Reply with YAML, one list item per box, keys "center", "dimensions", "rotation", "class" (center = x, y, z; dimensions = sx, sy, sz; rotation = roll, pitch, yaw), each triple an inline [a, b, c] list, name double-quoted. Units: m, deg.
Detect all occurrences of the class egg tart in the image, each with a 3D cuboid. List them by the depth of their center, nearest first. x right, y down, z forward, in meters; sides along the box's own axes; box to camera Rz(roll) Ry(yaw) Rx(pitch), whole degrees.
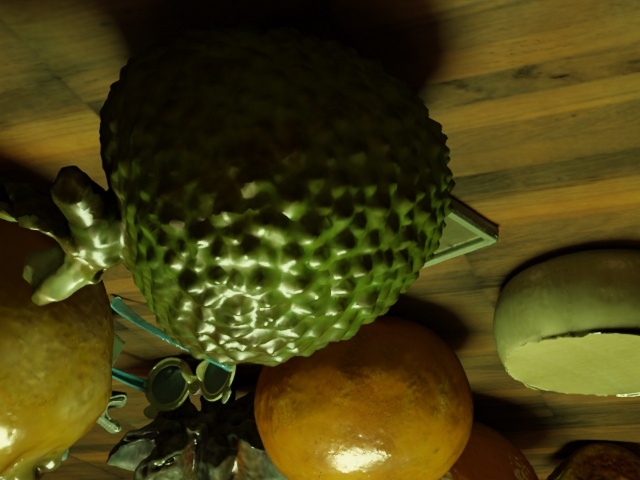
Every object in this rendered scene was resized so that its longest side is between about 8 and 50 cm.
- center: [0.493, 0.455, 1.601]
  dimensions: [0.203, 0.202, 0.147]
  rotation: [3, 143, 2]
  class: "egg tart"

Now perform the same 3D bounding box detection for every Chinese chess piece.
- center: [0.327, 0.104, 1.061]
  dimensions: [0.250, 0.103, 0.249]
  rotation: [3, 152, 2]
  class: "Chinese chess piece"

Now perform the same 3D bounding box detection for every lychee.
- center: [-0.055, -0.033, 0.697]
  dimensions: [0.320, 0.269, 0.270]
  rotation: [-14, 168, -41]
  class: "lychee"

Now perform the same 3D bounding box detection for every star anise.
- center: [-0.149, 0.298, 1.350]
  dimensions: [0.332, 0.331, 0.117]
  rotation: [-1, 109, 10]
  class: "star anise"

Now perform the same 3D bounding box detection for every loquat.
- center: [-0.376, 0.110, 0.944]
  dimensions: [0.329, 0.328, 0.328]
  rotation: [3, 151, 2]
  class: "loquat"

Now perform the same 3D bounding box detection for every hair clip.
- center: [-0.437, 0.273, 1.511]
  dimensions: [0.219, 0.071, 0.159]
  rotation: [18, 151, -16]
  class: "hair clip"

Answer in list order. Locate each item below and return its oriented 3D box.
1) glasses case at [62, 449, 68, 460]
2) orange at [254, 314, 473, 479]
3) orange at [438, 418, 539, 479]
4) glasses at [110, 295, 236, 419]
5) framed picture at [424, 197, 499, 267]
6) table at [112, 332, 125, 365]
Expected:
- center: [-0.536, 0.385, 1.740]
  dimensions: [0.067, 0.045, 0.178]
  rotation: [0, 151, 7]
  class: "glasses case"
- center: [0.055, 0.220, 1.184]
  dimensions: [0.284, 0.226, 0.284]
  rotation: [-1, 148, -1]
  class: "orange"
- center: [0.153, 0.440, 1.469]
  dimensions: [0.424, 0.326, 0.424]
  rotation: [-9, 157, -4]
  class: "orange"
- center: [-0.236, 0.142, 1.271]
  dimensions: [0.190, 0.088, 0.220]
  rotation: [-19, 124, 36]
  class: "glasses"
- center: [0.000, 0.000, 0.993]
  dimensions: [0.315, 0.024, 0.232]
  rotation: [-23, 141, 39]
  class: "framed picture"
- center: [-0.399, 0.161, 1.208]
  dimensions: [0.240, 0.111, 0.121]
  rotation: [-19, 124, 34]
  class: "table"
